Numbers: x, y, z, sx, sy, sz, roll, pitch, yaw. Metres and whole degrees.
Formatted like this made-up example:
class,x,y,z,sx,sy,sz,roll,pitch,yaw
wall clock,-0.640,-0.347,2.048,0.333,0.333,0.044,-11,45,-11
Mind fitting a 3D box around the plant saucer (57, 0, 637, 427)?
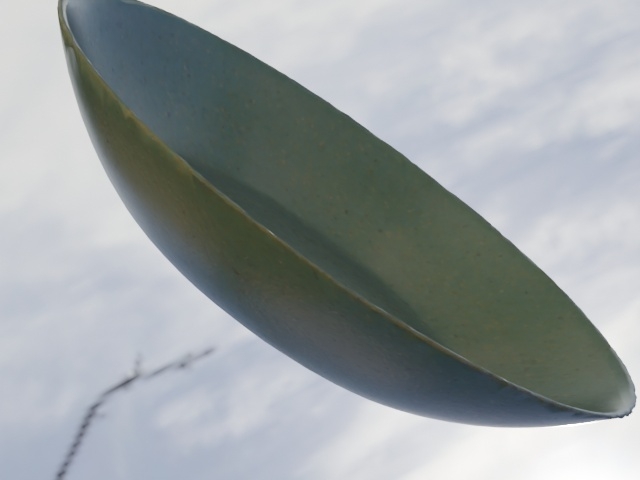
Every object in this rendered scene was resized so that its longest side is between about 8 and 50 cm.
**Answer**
class,x,y,z,sx,sy,sz,roll,pitch,yaw
plant saucer,0.000,0.000,0.541,0.037,0.195,0.195,-55,-163,13
